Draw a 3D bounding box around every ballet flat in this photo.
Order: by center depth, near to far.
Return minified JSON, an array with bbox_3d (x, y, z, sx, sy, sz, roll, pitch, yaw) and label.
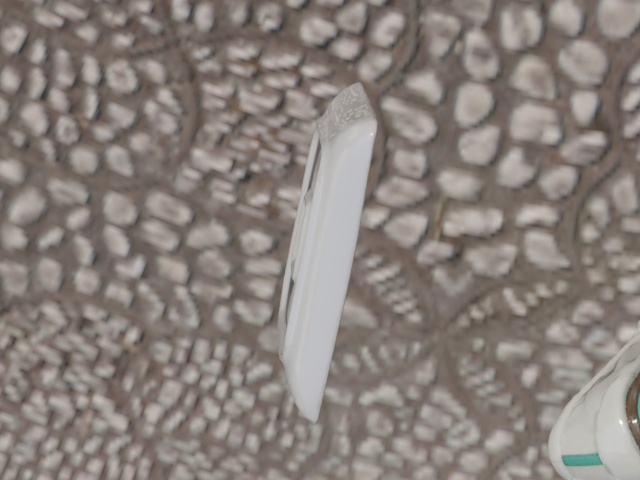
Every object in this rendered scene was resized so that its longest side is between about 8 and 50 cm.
[{"bbox_3d":[0.323,0.113,1.607,0.139,0.400,0.139,14,117,30],"label":"ballet flat"}]

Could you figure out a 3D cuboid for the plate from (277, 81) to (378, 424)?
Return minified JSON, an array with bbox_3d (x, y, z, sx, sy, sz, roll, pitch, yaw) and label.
[{"bbox_3d":[0.000,0.000,1.627,0.045,0.277,0.278,10,102,-5],"label":"plate"}]
